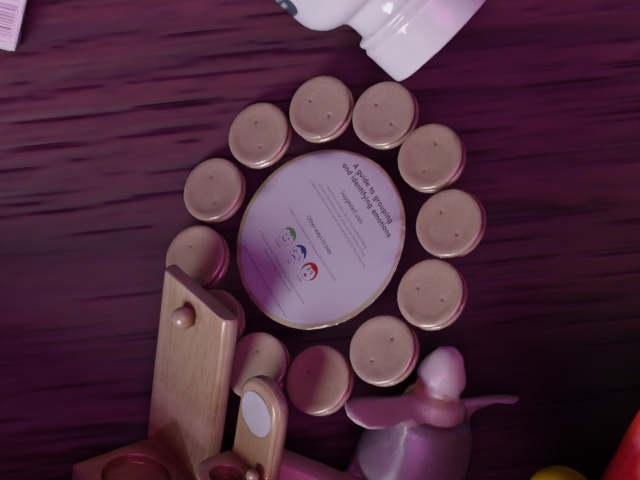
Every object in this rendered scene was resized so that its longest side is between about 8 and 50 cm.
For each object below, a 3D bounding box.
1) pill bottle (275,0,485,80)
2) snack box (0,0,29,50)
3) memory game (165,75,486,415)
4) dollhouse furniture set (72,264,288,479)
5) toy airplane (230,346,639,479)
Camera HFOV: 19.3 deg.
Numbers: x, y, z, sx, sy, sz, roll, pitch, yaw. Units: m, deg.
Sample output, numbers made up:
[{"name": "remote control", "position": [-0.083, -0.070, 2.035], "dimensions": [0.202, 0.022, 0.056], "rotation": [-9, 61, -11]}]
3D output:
[{"name": "pill bottle", "position": [0.003, -0.172, 0.969], "dimensions": [0.180, 0.108, 0.108], "rotation": [44, 94, -8]}, {"name": "snack box", "position": [-0.173, -0.195, 1.000], "dimensions": [0.064, 0.022, 0.178], "rotation": [14, 97, -4]}, {"name": "memory game", "position": [0.000, 0.000, 0.989], "dimensions": [0.186, 0.012, 0.186], "rotation": [-9, 70, 25]}, {"name": "dollhouse furniture set", "position": [-0.097, 0.116, 0.931], "dimensions": [0.151, 0.144, 0.123], "rotation": [-17, 130, -37]}, {"name": "toy airplane", "position": [0.177, 0.210, 0.978], "dimensions": [0.384, 0.272, 0.386], "rotation": [-23, 111, 40]}]
